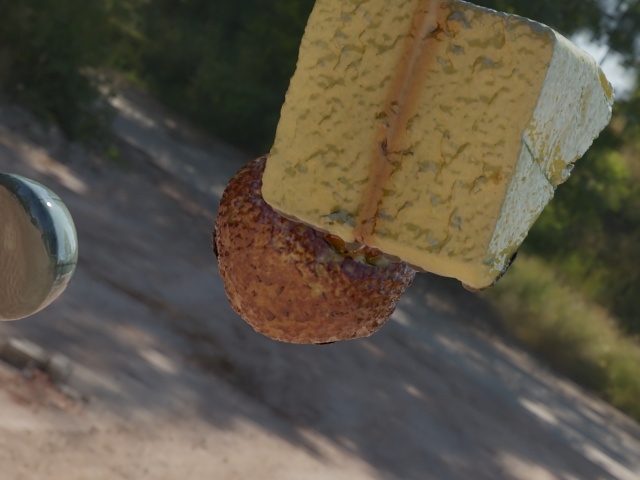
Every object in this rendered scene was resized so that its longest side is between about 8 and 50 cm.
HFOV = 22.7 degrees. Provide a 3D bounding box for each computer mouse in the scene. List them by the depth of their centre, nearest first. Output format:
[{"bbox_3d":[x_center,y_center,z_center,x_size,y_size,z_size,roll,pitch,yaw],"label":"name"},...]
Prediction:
[{"bbox_3d":[-0.419,0.016,2.118,0.122,0.188,0.371,-6,-5,-40],"label":"computer mouse"}]

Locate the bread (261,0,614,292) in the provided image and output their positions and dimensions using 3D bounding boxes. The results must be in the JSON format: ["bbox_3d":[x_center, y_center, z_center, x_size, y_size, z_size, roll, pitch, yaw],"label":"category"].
[{"bbox_3d":[0.104,-0.089,1.450,0.263,0.236,0.198,22,3,34],"label":"bread"}]

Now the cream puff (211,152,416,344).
[{"bbox_3d":[0.000,0.001,1.785,0.240,0.240,0.164,31,-32,-5],"label":"cream puff"}]
